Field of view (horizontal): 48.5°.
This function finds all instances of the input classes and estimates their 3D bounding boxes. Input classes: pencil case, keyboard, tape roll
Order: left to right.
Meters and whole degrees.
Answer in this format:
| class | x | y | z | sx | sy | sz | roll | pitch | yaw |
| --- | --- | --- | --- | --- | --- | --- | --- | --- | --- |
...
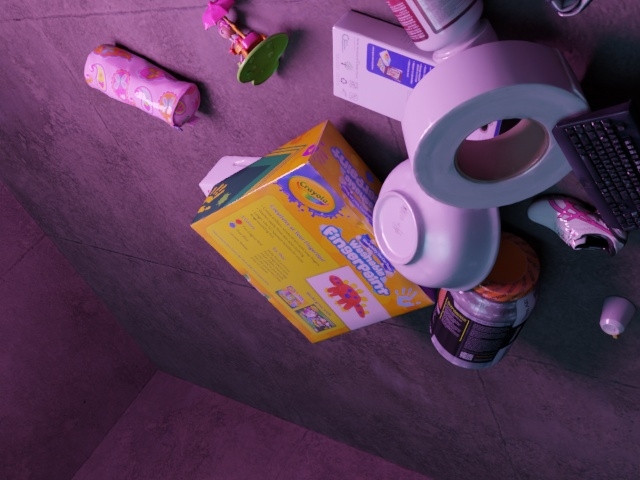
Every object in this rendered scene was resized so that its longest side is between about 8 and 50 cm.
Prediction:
| class | x | y | z | sx | sy | sz | roll | pitch | yaw |
| --- | --- | --- | --- | --- | --- | --- | --- | --- | --- |
| pencil case | -0.420 | -0.365 | 1.691 | 0.284 | 0.124 | 0.124 | 27 | 149 | 13 |
| tape roll | 0.276 | -0.174 | 1.121 | 0.286 | 0.100 | 0.286 | -4 | 144 | -3 |
| keyboard | 0.504 | -0.108 | 1.094 | 0.201 | 0.033 | 0.317 | -15 | 143 | 33 |

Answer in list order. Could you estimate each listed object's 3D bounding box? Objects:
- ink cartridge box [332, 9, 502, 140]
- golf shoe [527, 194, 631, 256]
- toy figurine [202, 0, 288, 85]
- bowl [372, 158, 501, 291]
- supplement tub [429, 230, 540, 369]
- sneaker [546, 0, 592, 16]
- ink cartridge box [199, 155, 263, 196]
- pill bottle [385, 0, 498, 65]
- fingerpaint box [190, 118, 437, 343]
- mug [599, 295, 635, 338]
| class | x | y | z | sx | sy | sz | roll | pitch | yaw |
| --- | --- | --- | --- | --- | --- | --- | --- | --- | --- |
| ink cartridge box | 0.177 | -0.278 | 1.257 | 0.332 | 0.065 | 0.165 | 27 | 149 | 18 |
| golf shoe | 0.462 | -0.027 | 1.293 | 0.186 | 0.086 | 0.067 | 17 | 147 | 31 |
| toy figurine | -0.162 | -0.407 | 1.409 | 0.159 | 0.130 | 0.173 | 48 | 175 | 6 |
| bowl | 0.194 | -0.032 | 1.365 | 0.298 | 0.134 | 0.298 | 29 | 124 | 53 |
| supplement tub | 0.350 | 0.129 | 1.519 | 0.193 | 0.194 | 0.316 | 27 | 150 | 15 |
| sneaker | 0.295 | -0.352 | 0.934 | 0.086 | 0.163 | 0.226 | 47 | 150 | -22 |
| ink cartridge box | -0.157 | -0.076 | 1.828 | 0.197 | 0.114 | 0.273 | 8 | 138 | 39 |
| pill bottle | 0.170 | -0.368 | 1.077 | 0.121 | 0.121 | 0.221 | -10 | 127 | 51 |
| fingerpaint box | 0.000 | 0.000 | 1.612 | 0.371 | 0.163 | 0.445 | -24 | 121 | 37 |
| mug | 0.601 | 0.161 | 1.435 | 0.078 | 0.064 | 0.062 | 42 | 149 | -12 |
